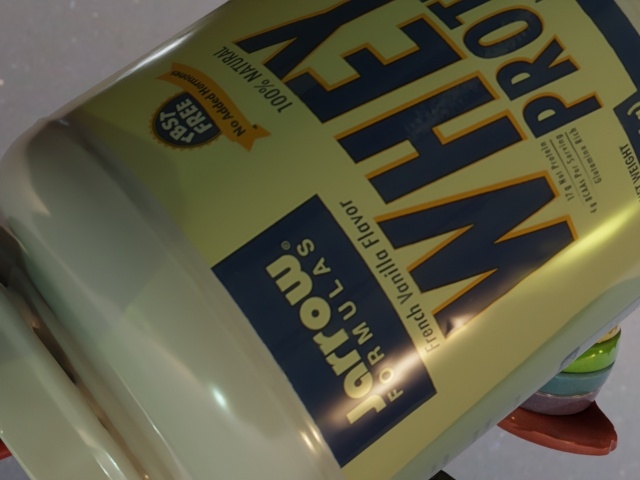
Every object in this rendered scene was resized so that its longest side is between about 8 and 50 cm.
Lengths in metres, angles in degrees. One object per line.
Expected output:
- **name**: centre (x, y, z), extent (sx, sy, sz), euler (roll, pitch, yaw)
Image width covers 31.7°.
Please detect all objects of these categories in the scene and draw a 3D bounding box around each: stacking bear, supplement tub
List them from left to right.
- **supplement tub**: centre (0.000, 0.000, 0.530), extent (0.325, 0.235, 0.235), euler (-36, -131, -15)
- **stacking bear**: centre (0.289, 0.081, 1.325), extent (0.164, 0.289, 0.175), euler (7, -154, -4)

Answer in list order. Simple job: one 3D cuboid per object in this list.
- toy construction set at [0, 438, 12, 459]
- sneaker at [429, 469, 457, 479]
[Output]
- **toy construction set**: centre (-0.301, 0.053, 1.194), extent (0.237, 0.308, 0.257), euler (-20, -169, -11)
- **sneaker**: centre (0.007, 0.204, 1.063), extent (0.283, 0.110, 0.122), euler (43, 163, -9)
